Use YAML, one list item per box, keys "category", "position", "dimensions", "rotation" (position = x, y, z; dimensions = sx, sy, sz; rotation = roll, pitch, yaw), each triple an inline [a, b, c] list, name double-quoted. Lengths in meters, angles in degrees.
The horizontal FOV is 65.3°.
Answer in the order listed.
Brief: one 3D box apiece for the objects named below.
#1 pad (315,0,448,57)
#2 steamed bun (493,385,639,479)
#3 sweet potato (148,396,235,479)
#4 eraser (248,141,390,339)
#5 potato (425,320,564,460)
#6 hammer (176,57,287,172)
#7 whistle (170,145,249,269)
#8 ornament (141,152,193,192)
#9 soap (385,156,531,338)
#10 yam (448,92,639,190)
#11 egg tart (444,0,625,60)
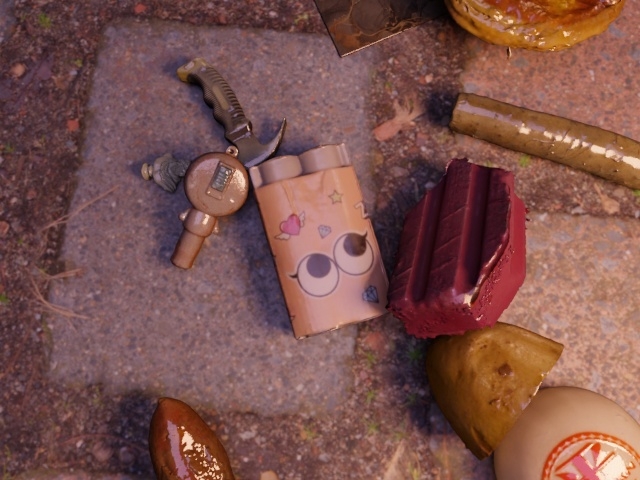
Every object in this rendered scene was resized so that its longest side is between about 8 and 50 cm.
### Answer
- category: "pad"
  position: [0.156, -0.519, 0.945]
  dimensions: [0.367, 0.007, 0.248]
  rotation: [-23, 81, -3]
- category: "steamed bun"
  position: [0.382, 0.336, 0.732]
  dimensions: [0.232, 0.145, 0.232]
  rotation: [0, 80, 0]
- category: "sweet potato"
  position: [-0.167, 0.415, 0.749]
  dimensions: [0.109, 0.109, 0.385]
  rotation: [-18, 87, -3]
- category: "eraser"
  position: [0.000, 0.000, 0.819]
  dimensions: [0.171, 0.087, 0.290]
  rotation: [-15, 81, -7]
- category: "potato"
  position: [0.237, 0.198, 0.755]
  dimensions: [0.158, 0.178, 0.203]
  rotation: [32, 107, 22]
- category: "hammer"
  position: [-0.164, -0.224, 0.880]
  dimensions: [0.159, 0.041, 0.226]
  rotation: [-33, 82, -5]
- category: "whistle"
  position: [-0.188, -0.055, 0.822]
  dimensions: [0.107, 0.057, 0.220]
  rotation: [25, 98, -20]
- category: "ornament"
  position: [-0.260, -0.120, 0.865]
  dimensions: [0.092, 0.041, 0.068]
  rotation: [-28, 76, 5]
- category: "soap"
  position: [0.217, -0.003, 0.765]
  dimensions: [0.182, 0.112, 0.289]
  rotation: [-9, 50, 33]
- category: "yam"
  position: [0.403, -0.171, 0.850]
  dimensions: [0.371, 0.083, 0.083]
  rotation: [19, 81, 2]
- category: "egg tart"
  position: [0.340, -0.462, 0.856]
  dimensions: [0.351, 0.153, 0.339]
  rotation: [9, 83, 0]
